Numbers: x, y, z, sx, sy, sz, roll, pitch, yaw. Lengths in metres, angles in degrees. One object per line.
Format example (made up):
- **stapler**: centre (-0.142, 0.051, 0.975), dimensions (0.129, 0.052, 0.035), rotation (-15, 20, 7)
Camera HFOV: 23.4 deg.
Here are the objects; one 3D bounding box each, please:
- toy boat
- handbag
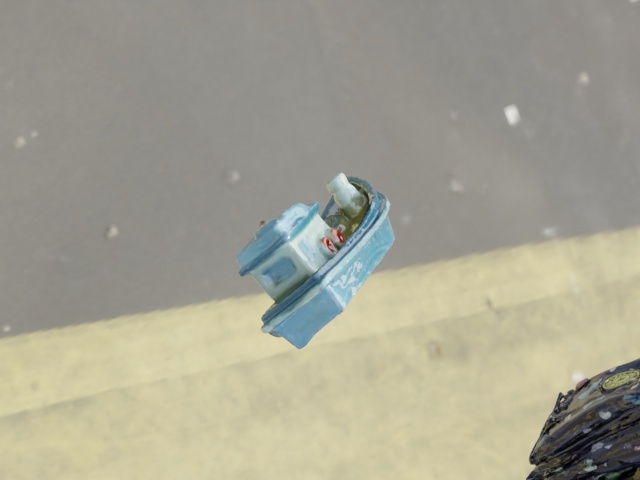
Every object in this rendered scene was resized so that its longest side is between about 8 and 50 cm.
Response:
- **toy boat**: centre (0.000, 0.000, 1.328), dimensions (0.098, 0.109, 0.238), rotation (48, 27, -4)
- **handbag**: centre (0.309, 0.177, 1.476), dimensions (0.113, 0.260, 0.162), rotation (50, 42, -9)
